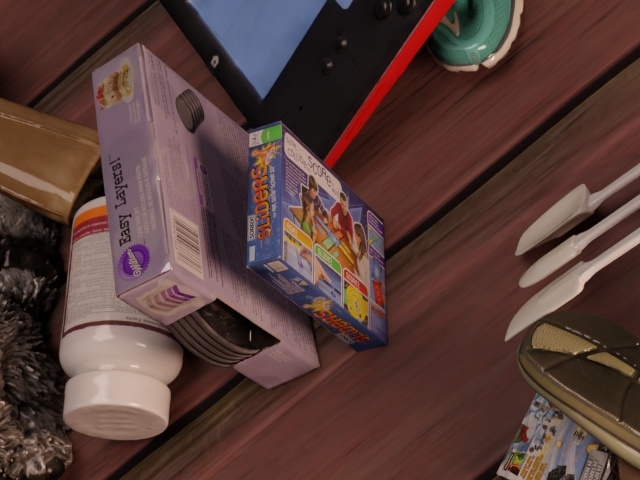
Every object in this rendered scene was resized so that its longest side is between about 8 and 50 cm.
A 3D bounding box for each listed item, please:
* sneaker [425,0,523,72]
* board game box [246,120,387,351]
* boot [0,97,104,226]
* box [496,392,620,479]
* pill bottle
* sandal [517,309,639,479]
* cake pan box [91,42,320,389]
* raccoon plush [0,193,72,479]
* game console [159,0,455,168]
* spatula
[{"bbox_3d":[0.134,-0.293,1.502,0.107,0.110,0.275,-9,67,21],"label":"sneaker"},{"bbox_3d":[0.000,0.000,1.375,0.035,0.201,0.136,-15,58,25],"label":"board game box"},{"bbox_3d":[-0.350,-0.142,1.697,0.269,0.089,0.236,20,52,6],"label":"boot"},{"bbox_3d":[0.217,0.153,1.268,0.094,0.027,0.137,21,77,39],"label":"box"},{"bbox_3d":[-0.192,0.076,1.505,0.121,0.121,0.221,-13,59,26],"label":"pill bottle"},{"bbox_3d":[0.275,0.170,1.184,0.120,0.086,0.303,-24,53,-35],"label":"sandal"},{"bbox_3d":[-0.104,-0.014,1.421,0.070,0.245,0.267,-27,55,22],"label":"cake pan box"},{"bbox_3d":[-0.420,0.094,1.523,0.216,0.299,0.446,-25,54,19],"label":"raccoon plush"},{"bbox_3d":[-0.020,-0.297,1.532,0.342,0.060,0.386,-52,53,23],"label":"game console"},{"bbox_3d":[0.247,-0.026,1.269,0.242,0.019,0.168,-39,14,31],"label":"spatula"}]
